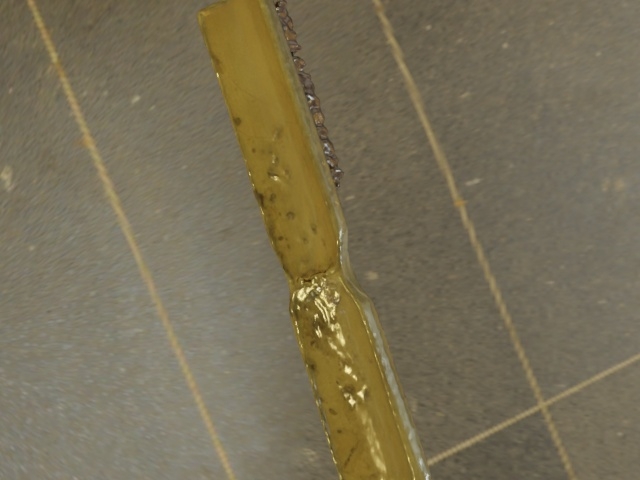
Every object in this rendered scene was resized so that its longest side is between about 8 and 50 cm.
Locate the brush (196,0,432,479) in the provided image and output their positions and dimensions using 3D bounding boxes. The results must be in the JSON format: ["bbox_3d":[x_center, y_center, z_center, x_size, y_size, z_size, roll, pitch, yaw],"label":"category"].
[{"bbox_3d":[0.000,0.000,0.619,0.036,0.043,0.248,-3,72,-60],"label":"brush"}]
